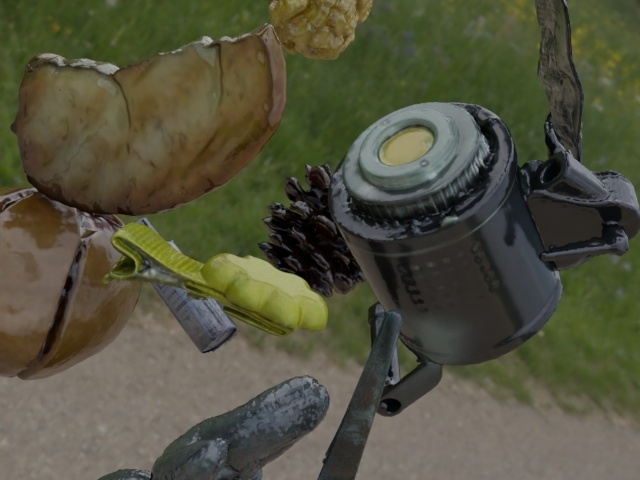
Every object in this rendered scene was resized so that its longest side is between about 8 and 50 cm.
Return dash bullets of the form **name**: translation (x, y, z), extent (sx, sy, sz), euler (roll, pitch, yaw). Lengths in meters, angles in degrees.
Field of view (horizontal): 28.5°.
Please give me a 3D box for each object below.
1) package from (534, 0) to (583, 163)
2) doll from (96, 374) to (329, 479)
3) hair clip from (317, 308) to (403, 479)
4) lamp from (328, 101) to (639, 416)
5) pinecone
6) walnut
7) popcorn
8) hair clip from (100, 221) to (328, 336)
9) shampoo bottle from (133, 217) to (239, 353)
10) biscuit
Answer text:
- **package**: translation (0.268, -0.198, 1.409), extent (0.166, 0.040, 0.232), euler (-95, 176, -66)
- **doll**: translation (-0.118, 0.280, 1.372), extent (0.158, 0.340, 0.246), euler (60, -10, 13)
- **hair clip**: translation (0.046, 0.169, 1.285), extent (0.039, 0.229, 0.070), euler (20, 32, 1)
- **lamp**: translation (0.124, -0.009, 1.349), extent (0.272, 0.374, 0.205), euler (39, 31, -30)
- **pinecone**: translation (0.000, 0.000, 2.033), extent (0.221, 0.221, 0.221), euler (34, 21, -15)
- **walnut**: translation (-0.297, 0.043, 1.244), extent (0.203, 0.203, 0.298), euler (45, 18, 15)
- **popcorn**: translation (0.008, -0.352, 1.845), extent (0.194, 0.163, 0.140), euler (-89, 167, -47)
- **hair clip**: translation (-0.075, 0.031, 0.959), extent (0.173, 0.046, 0.072), euler (18, 20, 8)
- **shampoo bottle**: translation (-0.205, 0.062, 1.797), extent (0.214, 0.072, 0.072), euler (52, 22, 14)
- **biscuit**: translation (-0.153, -0.100, 1.112), extent (0.045, 0.299, 0.154), euler (-15, 102, -57)
